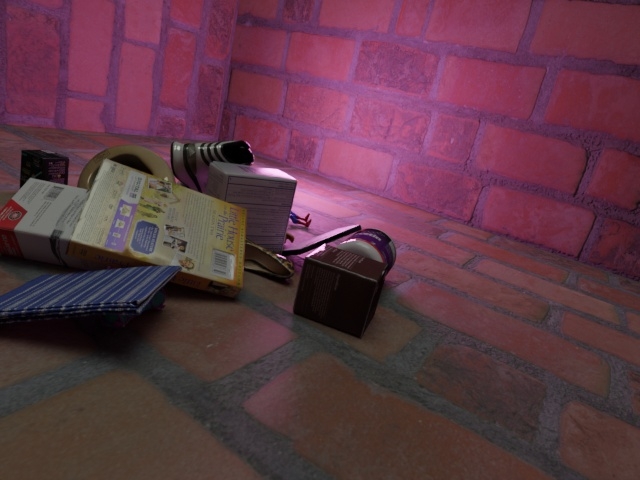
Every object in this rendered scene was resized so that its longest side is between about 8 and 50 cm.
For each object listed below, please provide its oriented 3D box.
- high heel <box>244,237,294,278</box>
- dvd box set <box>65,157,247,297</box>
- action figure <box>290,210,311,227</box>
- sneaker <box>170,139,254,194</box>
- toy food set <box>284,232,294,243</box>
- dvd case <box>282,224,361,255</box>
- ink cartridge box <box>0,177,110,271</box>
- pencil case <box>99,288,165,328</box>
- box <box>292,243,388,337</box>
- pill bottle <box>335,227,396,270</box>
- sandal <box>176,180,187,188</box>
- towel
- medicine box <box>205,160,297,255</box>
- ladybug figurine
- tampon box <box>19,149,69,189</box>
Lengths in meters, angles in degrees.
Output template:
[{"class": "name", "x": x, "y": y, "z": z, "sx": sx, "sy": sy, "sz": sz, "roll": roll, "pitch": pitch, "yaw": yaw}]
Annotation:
[{"class": "high heel", "x": -0.211, "y": 0.057, "z": 1.333, "sx": 0.261, "sy": 0.093, "sz": 0.186, "roll": 13, "pitch": 8, "yaw": -34}, {"class": "dvd box set", "x": -0.405, "y": -0.032, "z": 1.163, "sx": 0.420, "sy": 0.062, "sz": 0.308, "roll": 19, "pitch": 43, "yaw": -26}, {"class": "action figure", "x": -0.166, "y": -0.162, "z": 1.941, "sx": 0.280, "sy": 0.139, "sz": 0.091, "roll": 14, "pitch": 25, "yaw": -19}, {"class": "sneaker", "x": -0.366, "y": -0.252, "z": 1.624, "sx": 0.257, "sy": 0.169, "sz": 0.447, "roll": -4, "pitch": -6, "yaw": 0}, {"class": "toy food set", "x": -0.202, "y": -0.030, "z": 1.698, "sx": 0.218, "sy": 0.071, "sz": 0.128, "roll": 27, "pitch": -3, "yaw": 32}, {"class": "dvd case", "x": 0.000, "y": 0.000, "z": 1.532, "sx": 0.253, "sy": 0.022, "sz": 0.180, "roll": -22, "pitch": 5, "yaw": -24}, {"class": "ink cartridge box", "x": -0.669, "y": -0.041, "z": 1.152, "sx": 0.272, "sy": 0.114, "sz": 0.197, "roll": 11, "pitch": 44, "yaw": -6}, {"class": "pencil case", "x": -0.414, "y": 0.144, "z": 0.961, "sx": 0.070, "sy": 0.064, "sz": 0.151, "roll": 54, "pitch": 22, "yaw": 2}, {"class": "box", "x": 0.057, "y": 0.130, "z": 1.190, "sx": 0.203, "sy": 0.167, "sz": 0.168, "roll": 18, "pitch": 17, "yaw": 15}, {"class": "pill bottle", "x": 0.153, "y": 0.060, "z": 1.463, "sx": 0.181, "sy": 0.182, "sz": 0.323, "roll": 18, "pitch": 17, "yaw": 15}, {"class": "sandal", "x": -0.540, "y": -0.168, "z": 1.728, "sx": 0.102, "sy": 0.169, "sz": 0.416, "roll": -6, "pitch": 14, "yaw": 0}, {"class": "towel", "x": -0.491, "y": 0.111, "z": 0.905, "sx": 0.335, "sy": 0.040, "sz": 0.243, "roll": -4, "pitch": 15, "yaw": 2}, {"class": "medicine box", "x": -0.250, "y": -0.098, "z": 1.473, "sx": 0.263, "sy": 0.289, "sz": 0.149, "roll": 1, "pitch": 22, "yaw": -36}, {"class": "ladybug figurine", "x": -0.629, "y": -0.155, "z": 1.441, "sx": 0.305, "sy": 0.162, "sz": 0.449, "roll": -38, "pitch": 57, "yaw": -12}, {"class": "tampon box", "x": -0.992, "y": -0.233, "z": 1.557, "sx": 0.120, "sy": 0.161, "sz": 0.101, "roll": 21, "pitch": 18, "yaw": 19}]
